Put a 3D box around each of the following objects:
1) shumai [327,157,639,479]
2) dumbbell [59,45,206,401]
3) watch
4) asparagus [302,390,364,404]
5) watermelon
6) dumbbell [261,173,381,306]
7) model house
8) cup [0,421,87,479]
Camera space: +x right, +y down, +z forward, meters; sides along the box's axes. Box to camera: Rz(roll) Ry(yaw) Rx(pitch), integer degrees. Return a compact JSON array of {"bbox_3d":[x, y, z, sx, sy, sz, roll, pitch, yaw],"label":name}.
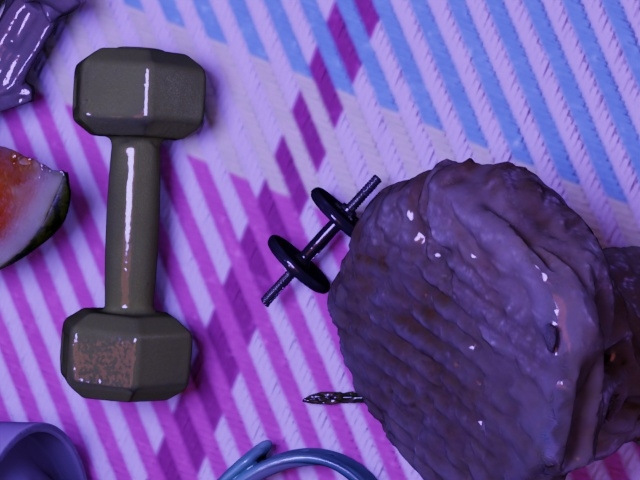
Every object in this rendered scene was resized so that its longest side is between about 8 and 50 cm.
[{"bbox_3d":[0.178,0.052,1.118,0.314,0.262,0.267,9,108,55],"label":"shumai"},{"bbox_3d":[-0.162,-0.014,1.217,0.108,0.121,0.301,2,92,-17],"label":"dumbbell"},{"bbox_3d":[-0.039,0.289,1.219,0.237,0.068,0.195,-40,82,9],"label":"watch"},{"bbox_3d":[0.065,0.133,1.220,0.163,0.016,0.016,-5,117,13],"label":"asparagus"},{"bbox_3d":[-0.309,-0.033,1.238,0.245,0.063,0.119,11,118,36],"label":"watermelon"},{"bbox_3d":[0.000,0.000,1.202,0.069,0.069,0.147,44,99,8],"label":"dumbbell"},{"bbox_3d":[-0.335,-0.202,1.243,0.229,0.122,0.188,35,100,6],"label":"model house"},{"bbox_3d":[-0.391,0.271,1.203,0.372,0.253,0.253,2,92,14],"label":"cup"}]
